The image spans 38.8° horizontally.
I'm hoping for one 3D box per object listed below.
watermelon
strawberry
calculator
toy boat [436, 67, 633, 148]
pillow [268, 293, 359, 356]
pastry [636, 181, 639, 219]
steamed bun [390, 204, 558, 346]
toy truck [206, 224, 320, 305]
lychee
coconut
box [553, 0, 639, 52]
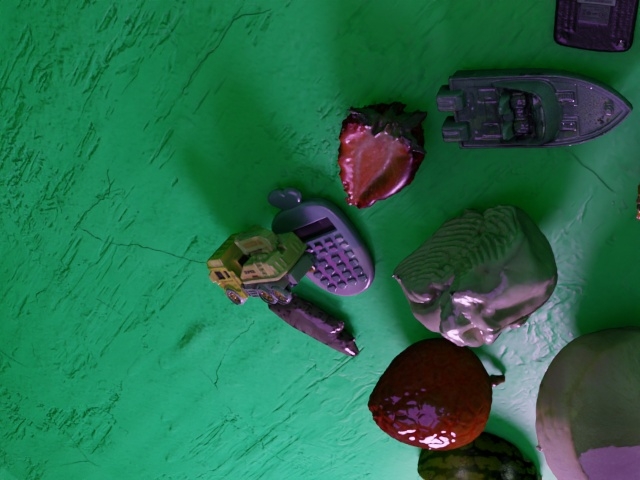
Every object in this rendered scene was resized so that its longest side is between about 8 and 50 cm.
[{"bbox_3d":[0.348,0.502,2.112,0.303,0.159,0.128,0,86,26],"label":"watermelon"},{"bbox_3d":[0.122,-0.156,1.704,0.174,0.098,0.228,17,134,17],"label":"strawberry"},{"bbox_3d":[0.000,0.000,1.925,0.185,0.041,0.299,-22,114,38],"label":"calculator"},{"bbox_3d":[0.359,-0.219,1.530,0.320,0.092,0.141,2,127,25],"label":"toy boat"},{"bbox_3d":[-0.011,0.183,2.065,0.241,0.051,0.093,30,133,7],"label":"pillow"},{"bbox_3d":[0.580,-0.113,1.456,0.102,0.154,0.250,20,129,11],"label":"pastry"},{"bbox_3d":[0.305,0.077,1.690,0.206,0.275,0.320,44,170,-24],"label":"steamed bun"},{"bbox_3d":[-0.133,0.043,1.922,0.272,0.124,0.157,-7,125,54],"label":"toy truck"},{"bbox_3d":[0.250,0.323,1.928,0.255,0.300,0.255,36,137,43],"label":"lychee"},{"bbox_3d":[0.581,0.332,1.704,0.353,0.352,0.352,14,130,18],"label":"coconut"},{"bbox_3d":[0.432,-0.356,1.430,0.126,0.027,0.125,11,129,21],"label":"box"}]
